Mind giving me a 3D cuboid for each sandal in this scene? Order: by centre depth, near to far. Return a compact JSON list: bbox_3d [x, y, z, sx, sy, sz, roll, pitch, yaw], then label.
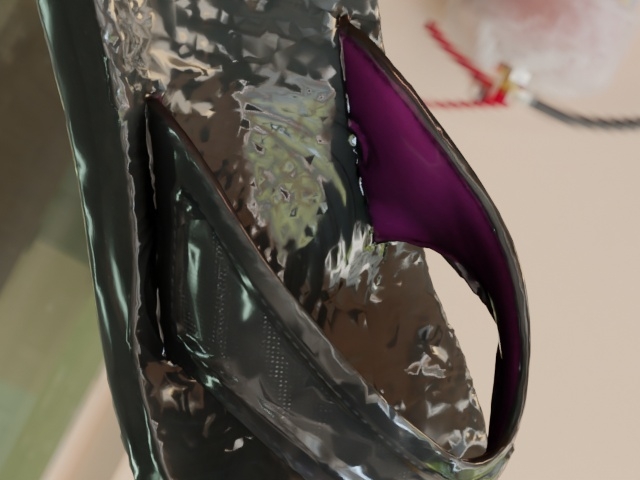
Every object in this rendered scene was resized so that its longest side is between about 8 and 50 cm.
[{"bbox_3d":[-0.002,0.000,0.681,0.107,0.167,0.445,11,126,44],"label":"sandal"}]
